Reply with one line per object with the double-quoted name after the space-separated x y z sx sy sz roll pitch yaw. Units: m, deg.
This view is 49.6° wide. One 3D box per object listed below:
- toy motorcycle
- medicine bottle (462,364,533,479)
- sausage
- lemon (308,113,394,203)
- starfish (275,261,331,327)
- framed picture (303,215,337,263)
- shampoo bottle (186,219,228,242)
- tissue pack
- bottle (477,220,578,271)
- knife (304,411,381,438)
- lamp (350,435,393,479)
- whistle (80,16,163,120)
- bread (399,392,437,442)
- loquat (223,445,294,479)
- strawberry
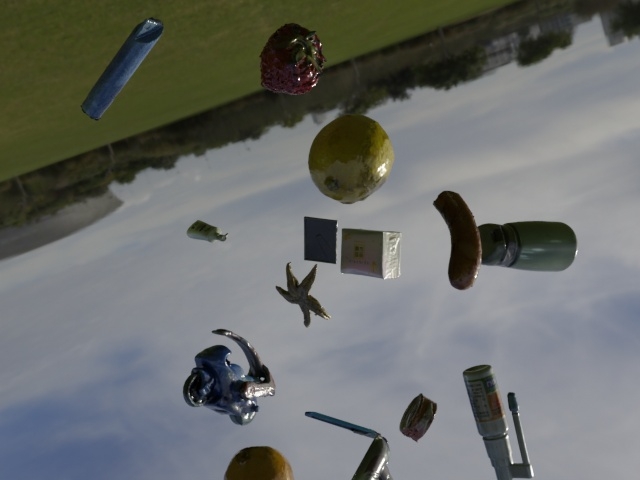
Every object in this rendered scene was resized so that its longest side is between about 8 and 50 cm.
-0.286 0.406 2.060 0.182 0.319 0.241 -28 -130 18 "toy motorcycle"
0.344 0.351 1.334 0.092 0.221 0.061 -16 179 37 "medicine bottle"
0.360 -0.010 1.795 0.103 0.076 0.302 -24 -130 23 "sausage"
0.092 -0.247 2.066 0.260 0.260 0.284 -9 -171 44 "lemon"
-0.062 0.182 2.323 0.235 0.277 0.062 31 -134 29 "starfish"
0.000 0.000 2.169 0.109 0.149 0.011 8 -155 16 "framed picture"
-0.271 -0.016 1.674 0.049 0.034 0.141 -44 -145 -23 "shampoo bottle"
0.192 0.049 2.694 0.124 0.185 0.225 1 -177 -44 "tissue pack"
0.636 0.017 2.207 0.347 0.168 0.168 2 -178 -23 "bottle"
0.075 0.580 2.165 0.044 0.296 0.026 -30 -137 52 "knife"
0.075 0.558 1.371 0.124 0.283 0.203 33 -147 21 "lamp"
-0.481 -0.416 1.676 0.304 0.062 0.062 -43 179 28 "whistle"
0.343 0.620 2.427 0.160 0.073 0.160 -59 -177 6 "bread"
-0.158 0.653 1.858 0.187 0.234 0.176 2 -142 31 "loquat"
-0.083 -0.469 1.852 0.184 0.187 0.201 -23 176 -46 "strawberry"
